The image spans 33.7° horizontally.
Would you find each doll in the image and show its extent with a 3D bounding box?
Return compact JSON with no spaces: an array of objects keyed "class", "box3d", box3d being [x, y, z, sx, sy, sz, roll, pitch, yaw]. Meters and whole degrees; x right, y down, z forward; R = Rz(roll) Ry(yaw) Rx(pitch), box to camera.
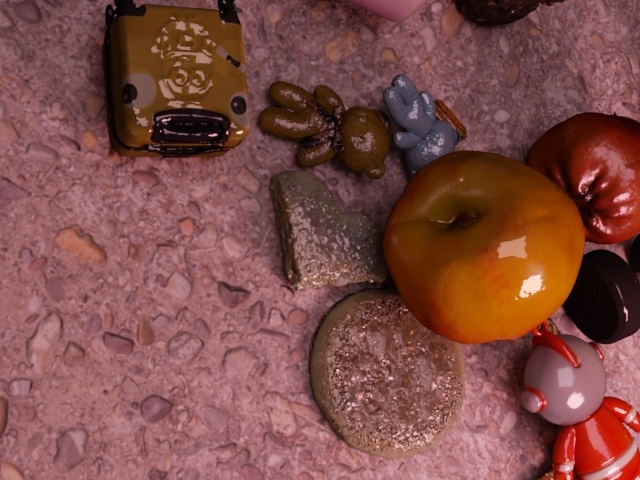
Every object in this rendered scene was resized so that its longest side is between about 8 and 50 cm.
[{"class":"doll","box3d":[0.013,-0.176,1.608,0.209,0.097,0.137,17,67,-13]},{"class":"doll","box3d":[0.404,0.271,1.655,0.200,0.105,0.336,-32,100,-24]},{"class":"doll","box3d":[0.146,-0.180,1.665,0.120,0.075,0.180,-47,116,-14]}]

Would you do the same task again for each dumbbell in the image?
[{"class":"dumbbell","box3d":[0.522,0.068,1.740,0.218,0.152,0.152,-18,87,-25]}]

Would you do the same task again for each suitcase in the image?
[{"class":"suitcase","box3d":[-0.208,-0.226,1.497,0.194,0.143,0.235,-1,79,-24]}]

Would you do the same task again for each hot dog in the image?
[{"class":"hot dog","box3d":[0.208,-0.196,1.734,0.083,0.021,0.037,51,55,-5]}]

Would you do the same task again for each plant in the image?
[{"class":"plant","box3d":[0.323,-0.464,1.729,0.178,0.234,0.204,-22,83,-31]}]

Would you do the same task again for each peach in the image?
[{"class":"peach","box3d":[0.250,0.016,1.562,0.308,0.289,0.289,39,60,-55]}]

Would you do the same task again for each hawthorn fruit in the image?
[{"class":"hawthorn fruit","box3d":[0.454,-0.114,1.729,0.224,0.224,0.261,53,43,-5]}]

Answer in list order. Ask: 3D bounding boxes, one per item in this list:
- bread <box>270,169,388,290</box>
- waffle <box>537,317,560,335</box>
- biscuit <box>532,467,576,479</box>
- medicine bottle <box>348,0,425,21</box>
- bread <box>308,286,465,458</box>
[{"class":"bread","box3d":[0.000,0.000,1.582,0.232,0.064,0.172,42,65,-8]},{"class":"waffle","box3d":[0.397,0.174,1.734,0.097,0.023,0.152,-2,80,-24]},{"class":"biscuit","box3d":[0.414,0.465,1.679,0.131,0.025,0.231,-24,88,-26]},{"class":"medicine bottle","box3d":[0.001,-0.506,1.604,0.388,0.219,0.219,22,71,-16]},{"class":"bread","box3d":[0.108,0.197,1.598,0.267,0.040,0.267,5,77,-21]}]
